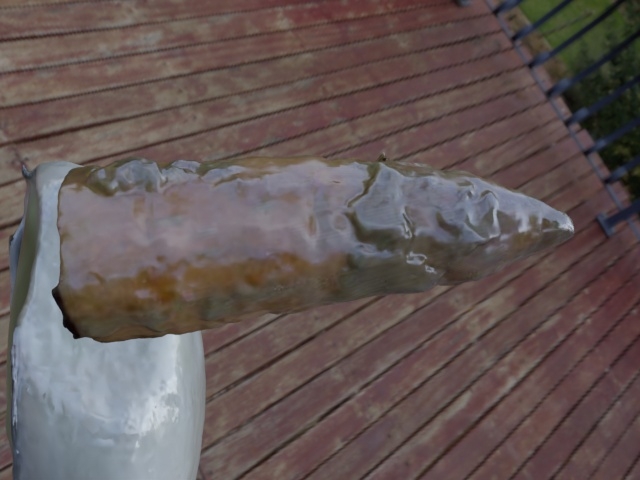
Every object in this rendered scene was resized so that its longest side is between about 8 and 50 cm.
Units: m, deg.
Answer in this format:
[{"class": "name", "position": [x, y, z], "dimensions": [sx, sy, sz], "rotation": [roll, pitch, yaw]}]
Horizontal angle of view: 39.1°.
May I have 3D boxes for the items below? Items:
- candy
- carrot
[{"class": "candy", "position": [-0.219, 0.153, 0.880], "dimensions": [0.186, 0.427, 0.386], "rotation": [-1, 42, -23]}, {"class": "carrot", "position": [0.000, 0.000, 0.463], "dimensions": [0.263, 0.102, 0.102], "rotation": [-3, 58, 1]}]
